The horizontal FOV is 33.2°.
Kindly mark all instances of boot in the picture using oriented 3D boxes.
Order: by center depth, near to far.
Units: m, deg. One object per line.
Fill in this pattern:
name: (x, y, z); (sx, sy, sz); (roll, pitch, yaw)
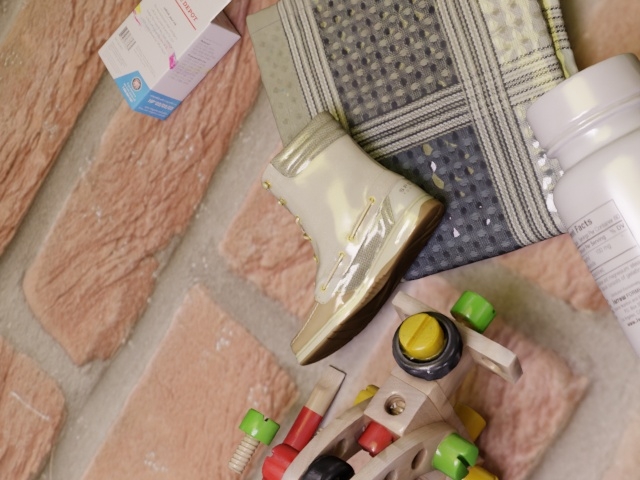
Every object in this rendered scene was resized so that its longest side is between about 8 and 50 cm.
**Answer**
boot: (0.000, 0.000, 1.045); (0.165, 0.077, 0.213); (42, 111, 18)

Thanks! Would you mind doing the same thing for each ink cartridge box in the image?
ink cartridge box: (-0.167, -0.243, 1.259); (0.181, 0.061, 0.104); (-43, 62, 20)

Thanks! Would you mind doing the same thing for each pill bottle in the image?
pill bottle: (0.265, -0.029, 0.872); (0.131, 0.131, 0.229); (-31, 79, 25)

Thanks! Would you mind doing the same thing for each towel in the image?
towel: (0.098, -0.132, 1.044); (0.312, 0.056, 0.324); (-19, 88, 32)

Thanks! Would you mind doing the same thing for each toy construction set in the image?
toy construction set: (0.071, 0.162, 0.977); (0.309, 0.257, 0.237); (13, 70, 56)
